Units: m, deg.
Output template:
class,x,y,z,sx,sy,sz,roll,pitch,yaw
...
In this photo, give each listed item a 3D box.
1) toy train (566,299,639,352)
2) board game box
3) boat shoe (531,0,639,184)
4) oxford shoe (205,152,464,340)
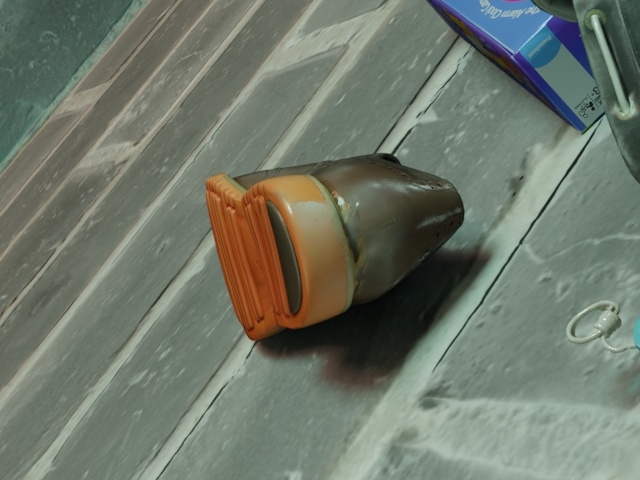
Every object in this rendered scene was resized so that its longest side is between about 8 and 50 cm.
class,x,y,z,sx,sy,sz,roll,pitch,yaw
toy train,0.203,0.009,0.666,0.166,0.046,0.125,-46,19,-7
board game box,0.207,-0.232,1.060,0.233,0.078,0.347,-43,20,8
boat shoe,0.171,-0.179,0.822,0.119,0.121,0.335,-33,50,26
oxford shoe,0.000,0.000,1.028,0.132,0.130,0.363,-16,7,-14
